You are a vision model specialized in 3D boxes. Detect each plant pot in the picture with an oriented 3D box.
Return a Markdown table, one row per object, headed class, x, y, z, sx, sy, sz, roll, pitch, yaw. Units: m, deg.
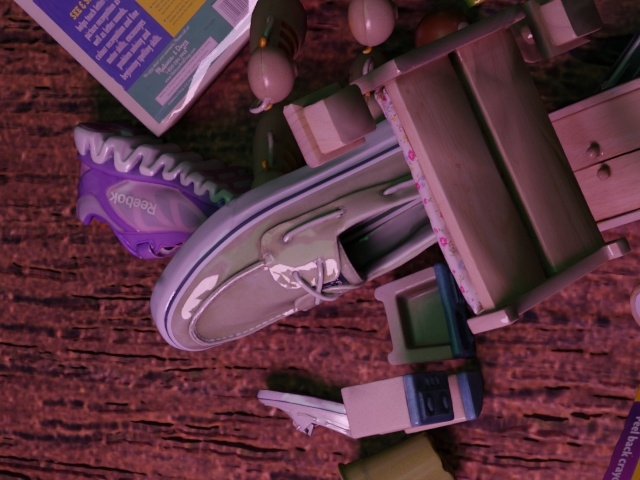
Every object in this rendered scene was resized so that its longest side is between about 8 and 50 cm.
| class | x | y | z | sx | sy | sz | roll | pitch | yaw |
| --- | --- | --- | --- | --- | --- | --- | --- | --- | --- |
| plant pot | 0.070 | 0.202 | 1.597 | 0.079 | 0.083 | 0.083 | -33 | 75 | 5 |

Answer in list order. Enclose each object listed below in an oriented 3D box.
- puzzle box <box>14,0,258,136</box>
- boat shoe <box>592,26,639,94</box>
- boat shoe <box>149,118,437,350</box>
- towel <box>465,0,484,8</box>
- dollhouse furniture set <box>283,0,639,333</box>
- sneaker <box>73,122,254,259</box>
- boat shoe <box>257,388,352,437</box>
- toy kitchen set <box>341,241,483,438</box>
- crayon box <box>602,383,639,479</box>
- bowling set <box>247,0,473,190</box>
| class | x | y | z | sx | sy | sz | roll | pitch | yaw |
| --- | --- | --- | --- | --- | --- | --- | --- | --- | --- |
| puzzle box | -0.107 | -0.324 | 1.639 | 0.272 | 0.052 | 0.409 | 44 | 111 | 0 |
| boat shoe | 0.313 | -0.211 | 1.498 | 0.102 | 0.108 | 0.301 | 35 | 108 | 19 |
| boat shoe | 0.000 | 0.000 | 1.523 | 0.302 | 0.109 | 0.094 | -35 | 44 | 3 |
| towel | 0.113 | -0.324 | 1.612 | 0.102 | 0.021 | 0.237 | -30 | 85 | 23 |
| dollhouse furniture set | 0.129 | 0.000 | 1.395 | 0.174 | 0.355 | 0.303 | -21 | 94 | 52 |
| sneaker | -0.126 | -0.026 | 1.684 | 0.236 | 0.095 | 0.104 | 22 | 103 | 27 |
| boat shoe | -0.010 | 0.152 | 1.651 | 0.100 | 0.035 | 0.035 | 11 | 89 | 17 |
| toy kitchen set | 0.086 | 0.046 | 1.542 | 0.122 | 0.166 | 0.207 | -16 | 81 | 22 |
| crayon box | 0.338 | 0.270 | 1.348 | 0.313 | 0.106 | 0.363 | 12 | 50 | 23 |
| bowling set | 0.028 | -0.161 | 1.557 | 0.200 | 0.154 | 0.287 | -4 | 120 | 5 |
